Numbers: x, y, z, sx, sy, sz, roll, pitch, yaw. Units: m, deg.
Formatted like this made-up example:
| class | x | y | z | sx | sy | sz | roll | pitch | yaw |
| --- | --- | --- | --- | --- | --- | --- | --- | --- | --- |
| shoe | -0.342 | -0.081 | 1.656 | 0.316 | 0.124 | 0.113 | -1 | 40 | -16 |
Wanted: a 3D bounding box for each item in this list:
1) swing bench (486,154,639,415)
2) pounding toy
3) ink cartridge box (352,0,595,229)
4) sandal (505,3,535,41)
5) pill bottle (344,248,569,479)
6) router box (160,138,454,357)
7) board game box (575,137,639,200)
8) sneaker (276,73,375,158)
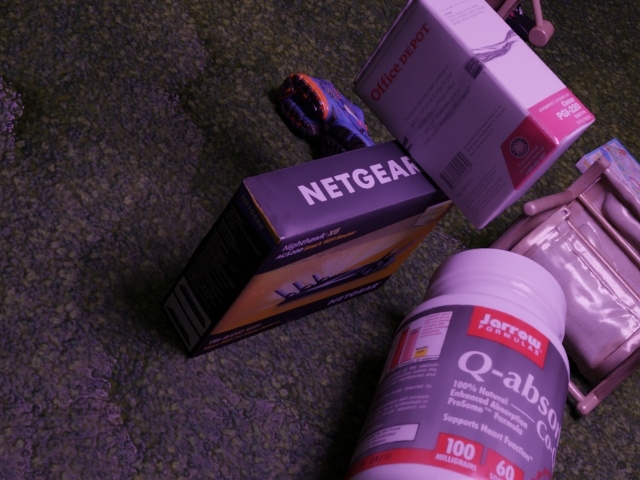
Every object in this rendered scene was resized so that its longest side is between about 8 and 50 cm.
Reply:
| class | x | y | z | sx | sy | sz | roll | pitch | yaw |
| --- | --- | --- | --- | --- | --- | --- | --- | --- | --- |
| swing bench | 0.370 | 0.054 | 1.543 | 0.253 | 0.165 | 0.254 | 50 | 41 | 12 |
| pounding toy | 0.298 | -0.397 | 1.831 | 0.206 | 0.181 | 0.094 | 42 | 45 | 4 |
| ink cartridge box | 0.159 | -0.148 | 1.224 | 0.218 | 0.158 | 0.092 | 48 | 47 | 10 |
| sandal | 0.321 | -0.400 | 1.947 | 0.179 | 0.040 | 0.067 | 34 | 45 | -5 |
| pill bottle | 0.162 | 0.190 | 1.267 | 0.210 | 0.210 | 0.363 | 31 | 46 | -8 |
| router box | 0.000 | 0.000 | 1.292 | 0.308 | 0.243 | 0.081 | -18 | 67 | -39 |
| board game box | 0.489 | -0.085 | 1.815 | 0.103 | 0.026 | 0.154 | -26 | 73 | -42 |
| sneaker | 0.038 | -0.143 | 1.545 | 0.087 | 0.083 | 0.221 | -20 | 72 | -49 |
